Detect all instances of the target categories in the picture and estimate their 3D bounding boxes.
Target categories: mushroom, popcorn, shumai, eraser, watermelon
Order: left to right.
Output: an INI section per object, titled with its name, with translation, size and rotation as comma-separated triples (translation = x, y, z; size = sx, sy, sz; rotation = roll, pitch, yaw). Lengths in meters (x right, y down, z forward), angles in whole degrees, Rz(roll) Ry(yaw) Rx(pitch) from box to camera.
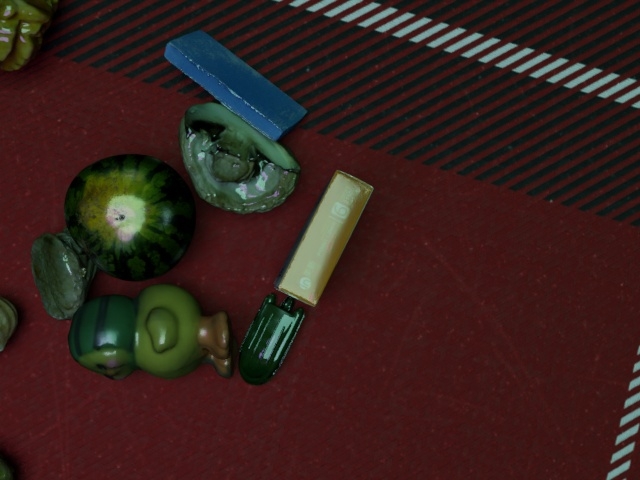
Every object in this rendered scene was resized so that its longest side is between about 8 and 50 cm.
[popcorn]
translation = -0.700, -0.482, 1.402
size = 0.332, 0.225, 0.265
rotation = -29, 75, 18
[shumai]
translation = -0.534, 0.065, 1.408
size = 0.120, 0.201, 0.201
rotation = -18, 85, -45
[watermelon]
translation = -0.387, -0.051, 1.355
size = 0.269, 0.269, 0.269
rotation = 0, 86, -2
[mushroom]
translation = -0.191, -0.165, 1.409
size = 0.267, 0.190, 0.164
rotation = 16, 124, -27
[eraser]
translation = -0.182, -0.341, 1.443
size = 0.312, 0.144, 0.043
rotation = 38, 126, 1

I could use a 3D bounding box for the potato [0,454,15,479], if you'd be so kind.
[potato]
translation = -0.762, 0.547, 1.354
size = 0.298, 0.141, 0.176
rotation = -36, 84, 5

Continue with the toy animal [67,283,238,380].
[toy animal]
translation = -0.345, 0.189, 1.369
size = 0.338, 0.216, 0.191
rotation = 0, 59, -3

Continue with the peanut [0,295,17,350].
[peanut]
translation = -0.790, 0.215, 1.377
size = 0.325, 0.140, 0.153
rotation = -29, 104, -2

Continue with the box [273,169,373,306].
[box]
translation = 0.000, 0.000, 1.379
size = 0.091, 0.221, 0.274
rotation = 27, 87, -3

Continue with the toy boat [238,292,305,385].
[toy boat]
translation = -0.113, 0.218, 1.441
size = 0.104, 0.052, 0.210
rotation = 24, 86, 16
